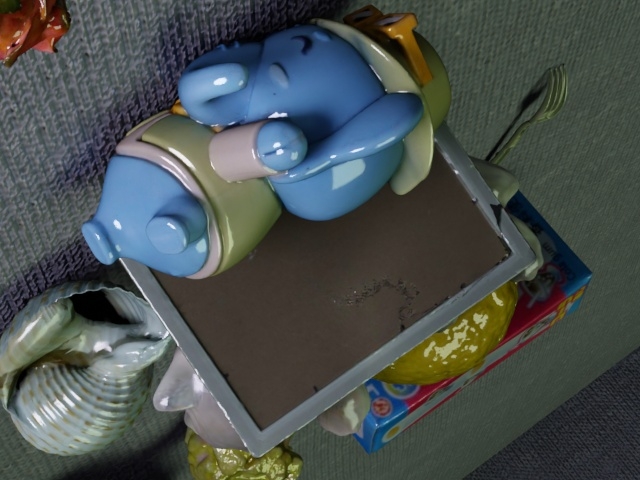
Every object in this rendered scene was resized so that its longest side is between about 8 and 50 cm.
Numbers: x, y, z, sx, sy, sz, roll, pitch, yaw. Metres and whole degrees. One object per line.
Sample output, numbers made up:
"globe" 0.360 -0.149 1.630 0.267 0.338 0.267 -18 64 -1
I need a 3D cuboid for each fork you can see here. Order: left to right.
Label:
"fork" 0.198 -0.096 1.576 0.034 0.028 0.219 -27 159 -42

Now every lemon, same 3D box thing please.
"lemon" 0.080 0.036 1.385 0.192 0.192 0.231 -35 -166 -13

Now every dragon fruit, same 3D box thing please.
"dragon fruit" -0.173 -0.123 0.716 0.081 0.086 0.116 -4 177 39

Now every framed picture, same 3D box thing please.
"framed picture" 0.000 0.000 1.142 0.273 0.216 0.016 -33 177 -16

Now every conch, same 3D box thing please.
"conch" -0.188 0.089 1.161 0.135 0.102 0.153 32 95 -39

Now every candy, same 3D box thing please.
"candy" 0.129 0.079 1.658 0.306 0.157 0.100 -33 160 -16

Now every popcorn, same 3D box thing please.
"popcorn" -0.083 0.224 1.674 0.126 0.126 0.145 -15 180 6

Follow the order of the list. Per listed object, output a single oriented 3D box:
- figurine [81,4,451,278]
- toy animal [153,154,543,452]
"figurine" -0.028 -0.064 1.026 0.262 0.154 0.180 -34 173 -26
"toy animal" 0.014 0.048 1.206 0.308 0.266 0.188 3 -177 15
